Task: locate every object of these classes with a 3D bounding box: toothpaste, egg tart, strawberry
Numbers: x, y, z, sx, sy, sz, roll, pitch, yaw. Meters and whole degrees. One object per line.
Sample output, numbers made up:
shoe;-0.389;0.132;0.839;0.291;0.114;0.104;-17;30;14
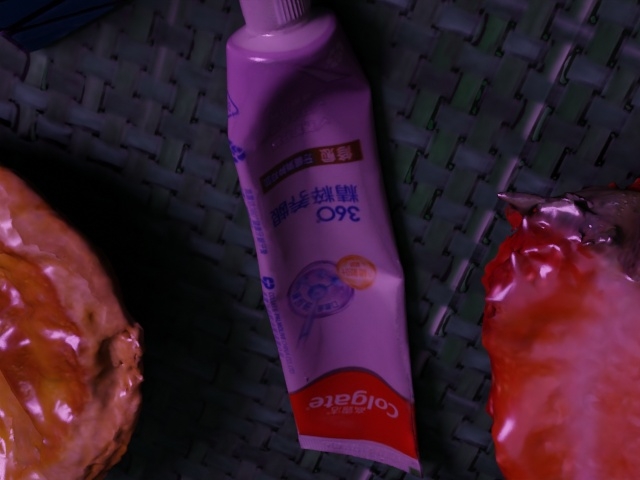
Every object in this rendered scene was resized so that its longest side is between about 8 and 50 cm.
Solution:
toothpaste;0.000;0.000;0.615;0.075;0.048;0.301;-7;124;7
egg tart;-0.195;0.039;0.663;0.241;0.106;0.241;7;120;13
strawberry;0.165;0.073;0.562;0.174;0.098;0.228;-2;107;23

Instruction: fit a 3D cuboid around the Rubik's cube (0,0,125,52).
Rubik's cube;-0.126;-0.158;0.479;0.211;0.178;0.190;-27;107;28

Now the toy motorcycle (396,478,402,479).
toy motorcycle;0.112;0.205;0.668;0.275;0.125;0.187;-9;120;17
